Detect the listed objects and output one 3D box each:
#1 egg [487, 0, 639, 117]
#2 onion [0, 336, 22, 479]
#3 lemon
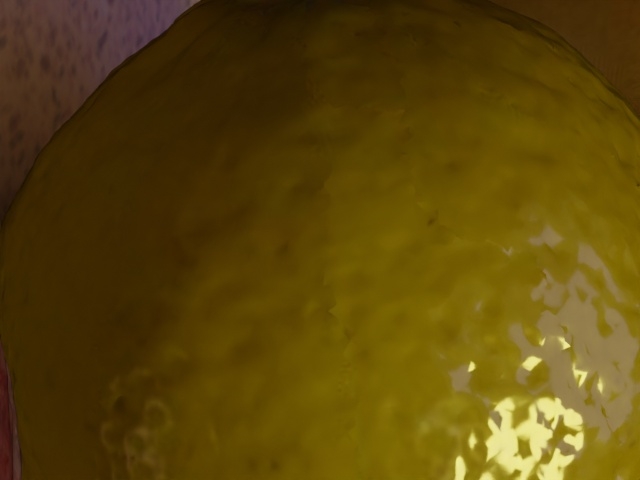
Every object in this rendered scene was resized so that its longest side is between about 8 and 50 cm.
[{"bbox_3d":[0.118,-0.200,0.986,0.351,0.283,0.282,76,23,-62],"label":"egg"},{"bbox_3d":[-0.154,0.084,0.483,0.227,0.120,0.283,61,36,-47],"label":"onion"},{"bbox_3d":[0.011,0.045,0.726,0.293,0.293,0.293,2,90,-71],"label":"lemon"}]
